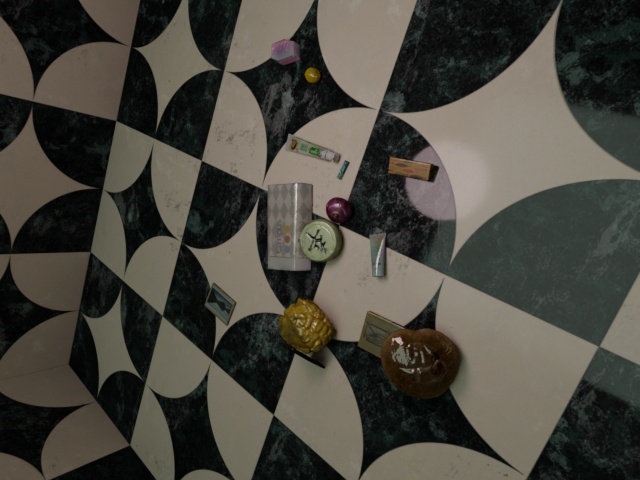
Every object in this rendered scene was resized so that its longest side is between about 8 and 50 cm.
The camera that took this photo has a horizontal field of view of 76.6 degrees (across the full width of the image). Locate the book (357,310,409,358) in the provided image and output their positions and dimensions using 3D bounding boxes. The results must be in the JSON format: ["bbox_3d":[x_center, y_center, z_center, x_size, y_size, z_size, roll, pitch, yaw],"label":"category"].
[{"bbox_3d":[0.265,0.396,1.607,0.231,0.027,0.161,21,102,33],"label":"book"}]

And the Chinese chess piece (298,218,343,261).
[{"bbox_3d":[0.000,0.000,1.741,0.189,0.083,0.188,1,93,24],"label":"Chinese chess piece"}]

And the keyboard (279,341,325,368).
[{"bbox_3d":[-0.076,0.488,1.724,0.106,0.262,0.016,12,67,40],"label":"keyboard"}]

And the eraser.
[{"bbox_3d":[-0.144,-0.062,1.863,0.213,0.082,0.395,2,91,37],"label":"eraser"}]

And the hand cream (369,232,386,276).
[{"bbox_3d":[0.231,0.058,1.624,0.076,0.047,0.174,-8,77,36],"label":"hand cream"}]

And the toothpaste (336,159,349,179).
[{"bbox_3d":[0.096,-0.300,1.729,0.020,0.017,0.083,37,111,29],"label":"toothpaste"}]

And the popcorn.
[{"bbox_3d":[-0.069,0.366,1.757,0.251,0.190,0.249,12,110,36],"label":"popcorn"}]

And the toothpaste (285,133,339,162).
[{"bbox_3d":[-0.044,-0.408,1.814,0.315,0.055,0.058,26,65,36],"label":"toothpaste"}]

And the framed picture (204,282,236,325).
[{"bbox_3d":[-0.543,0.343,2.194,0.203,0.015,0.150,34,109,31],"label":"framed picture"}]

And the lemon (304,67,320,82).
[{"bbox_3d":[-0.036,-0.731,1.793,0.092,0.065,0.065,31,108,38],"label":"lemon"}]

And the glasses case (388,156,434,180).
[{"bbox_3d":[0.342,-0.273,1.538,0.170,0.041,0.064,19,112,34],"label":"glasses case"}]

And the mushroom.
[{"bbox_3d":[0.357,0.434,1.457,0.279,0.146,0.277,1,96,14],"label":"mushroom"}]

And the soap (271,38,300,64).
[{"bbox_3d":[-0.166,-0.879,1.890,0.149,0.056,0.099,1,88,35],"label":"soap"}]

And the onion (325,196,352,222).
[{"bbox_3d":[0.077,-0.130,1.703,0.115,0.115,0.104,-23,33,34],"label":"onion"}]
